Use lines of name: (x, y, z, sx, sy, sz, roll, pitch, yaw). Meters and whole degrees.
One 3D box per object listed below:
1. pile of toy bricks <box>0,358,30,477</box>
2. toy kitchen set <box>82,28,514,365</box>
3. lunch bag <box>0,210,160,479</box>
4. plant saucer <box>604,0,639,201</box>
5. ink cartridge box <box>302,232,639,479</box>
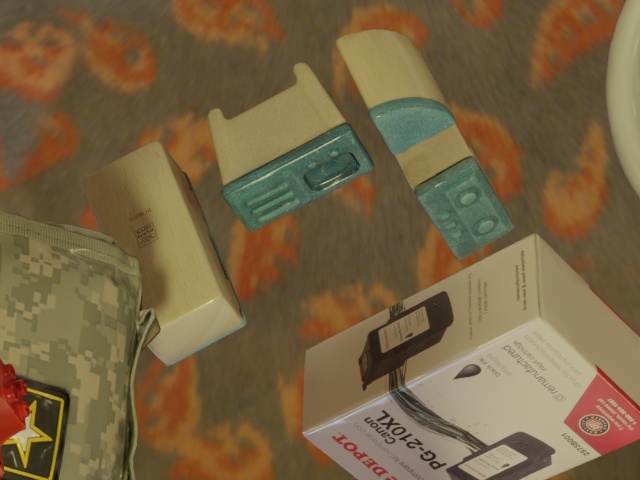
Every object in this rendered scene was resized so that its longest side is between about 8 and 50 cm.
pile of toy bricks: (-0.123, 0.030, 0.460, 0.105, 0.118, 0.212, -21, 137, 5)
toy kitchen set: (0.000, 0.000, 1.166, 0.207, 0.122, 0.166, -28, 144, 6)
lunch bag: (-0.228, 0.102, 0.963, 0.287, 0.169, 0.235, 4, 67, -2)
plant saucer: (0.400, -0.101, 1.360, 0.400, 0.400, 0.100, -21, 145, 5)
ink cartridge box: (0.126, 0.121, 1.622, 0.237, 0.100, 0.172, -28, 127, 28)
